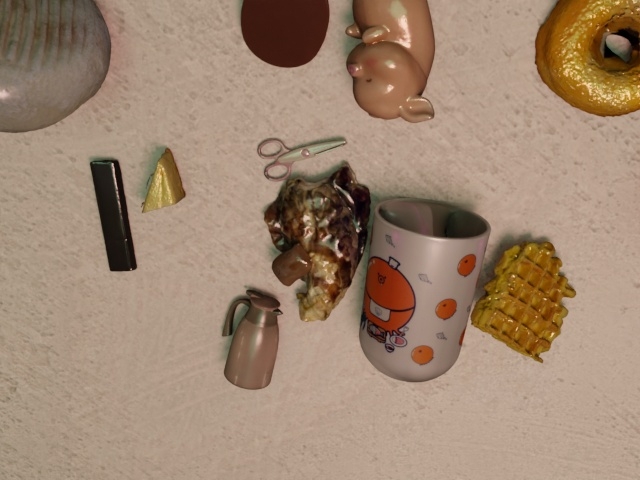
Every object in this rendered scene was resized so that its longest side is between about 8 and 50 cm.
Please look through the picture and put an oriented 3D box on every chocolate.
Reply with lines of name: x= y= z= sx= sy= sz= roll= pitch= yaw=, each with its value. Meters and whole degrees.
chocolate: x=-0.059 y=0.052 z=1.150 sx=0.101 sy=0.031 sz=0.064 roll=-33 pitch=89 yaw=44

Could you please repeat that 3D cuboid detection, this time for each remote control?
remote control: x=-0.428 y=-0.048 z=1.222 sx=0.063 sy=0.025 sz=0.245 roll=-3 pitch=111 yaw=1

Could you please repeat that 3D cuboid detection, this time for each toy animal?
toy animal: x=0.119 y=-0.330 z=1.011 sx=0.154 sy=0.166 sz=0.250 roll=-2 pitch=107 yaw=-8

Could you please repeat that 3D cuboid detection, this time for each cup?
cup: x=0.190 y=0.101 z=1.138 sx=0.213 sy=0.212 sz=0.317 roll=6 pitch=112 yaw=1

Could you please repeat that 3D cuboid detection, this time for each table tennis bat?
table tennis bat: x=-0.052 y=-0.417 z=1.004 sx=0.154 sy=0.021 sz=0.274 roll=15 pitch=135 yaw=-5

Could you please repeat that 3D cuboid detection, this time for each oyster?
oyster: x=-0.002 y=0.002 z=1.174 sx=0.275 sy=0.100 sz=0.271 roll=-38 pitch=89 yaw=20

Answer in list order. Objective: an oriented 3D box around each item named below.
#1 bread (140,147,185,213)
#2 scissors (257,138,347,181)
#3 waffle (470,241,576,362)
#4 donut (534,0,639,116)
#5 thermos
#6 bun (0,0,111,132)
bread: x=-0.322 y=-0.115 z=1.155 sx=0.080 sy=0.084 sz=0.109 roll=-12 pitch=110 yaw=6
scissors: x=-0.033 y=-0.169 z=1.149 sx=0.176 sy=0.022 sz=0.085 roll=-12 pitch=106 yaw=12
waffle: x=0.421 y=0.112 z=1.173 sx=0.229 sy=0.057 sz=0.219 roll=30 pitch=83 yaw=-30
donut: x=0.503 y=-0.332 z=1.010 sx=0.254 sy=0.118 sz=0.253 roll=4 pitch=105 yaw=17
thermos: x=-0.151 y=0.202 z=1.265 sx=0.137 sy=0.105 sz=0.193 roll=23 pitch=110 yaw=28
bun: x=-0.542 y=-0.330 z=0.975 sx=0.362 sy=0.361 sz=0.211 roll=42 pitch=140 yaw=-11
